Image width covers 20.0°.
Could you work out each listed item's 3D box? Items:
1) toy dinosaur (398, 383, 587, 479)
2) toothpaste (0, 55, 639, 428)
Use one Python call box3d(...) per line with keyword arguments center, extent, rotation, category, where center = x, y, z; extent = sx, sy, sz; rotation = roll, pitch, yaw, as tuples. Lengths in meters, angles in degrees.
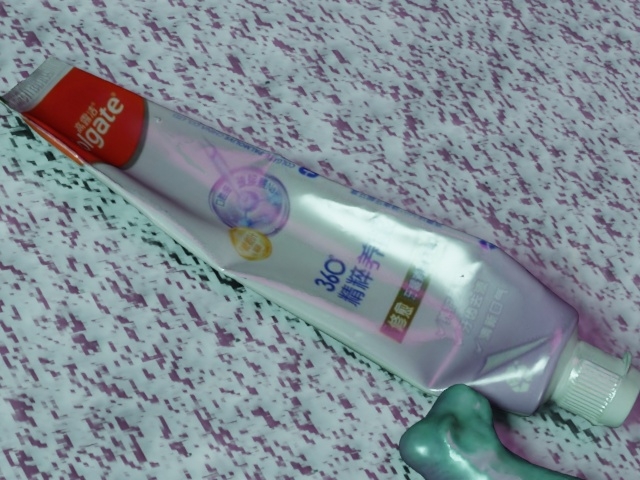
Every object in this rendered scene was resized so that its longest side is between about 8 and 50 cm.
box3d(center=(0.196, 0.225, 0.658), extent=(0.330, 0.129, 0.383), rotation=(5, 50, -7), category="toy dinosaur")
box3d(center=(0.000, 0.000, 0.786), extent=(0.301, 0.048, 0.075), rotation=(27, 49, 3), category="toothpaste")
